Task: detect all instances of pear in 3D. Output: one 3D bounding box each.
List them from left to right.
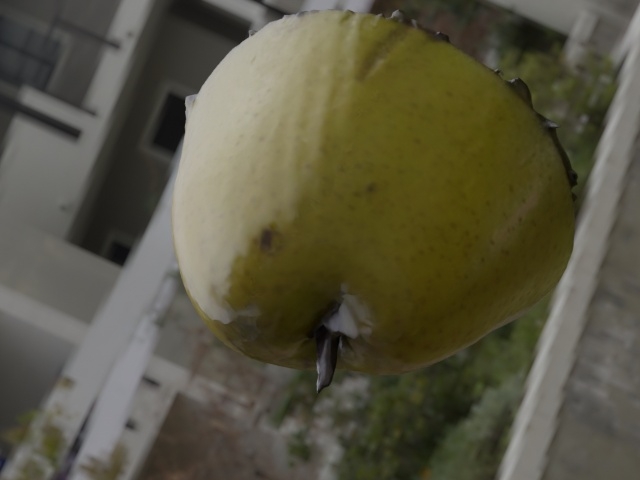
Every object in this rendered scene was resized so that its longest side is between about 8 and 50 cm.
[{"bbox_3d":[0.002,-0.001,1.053,0.178,0.267,0.267,-49,-13,-46],"label":"pear"}]
